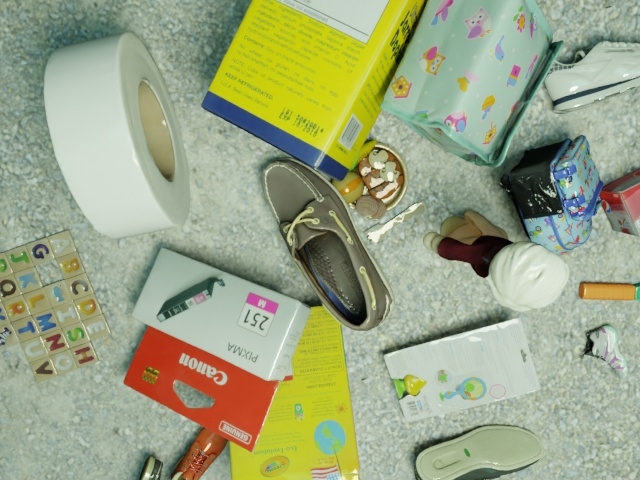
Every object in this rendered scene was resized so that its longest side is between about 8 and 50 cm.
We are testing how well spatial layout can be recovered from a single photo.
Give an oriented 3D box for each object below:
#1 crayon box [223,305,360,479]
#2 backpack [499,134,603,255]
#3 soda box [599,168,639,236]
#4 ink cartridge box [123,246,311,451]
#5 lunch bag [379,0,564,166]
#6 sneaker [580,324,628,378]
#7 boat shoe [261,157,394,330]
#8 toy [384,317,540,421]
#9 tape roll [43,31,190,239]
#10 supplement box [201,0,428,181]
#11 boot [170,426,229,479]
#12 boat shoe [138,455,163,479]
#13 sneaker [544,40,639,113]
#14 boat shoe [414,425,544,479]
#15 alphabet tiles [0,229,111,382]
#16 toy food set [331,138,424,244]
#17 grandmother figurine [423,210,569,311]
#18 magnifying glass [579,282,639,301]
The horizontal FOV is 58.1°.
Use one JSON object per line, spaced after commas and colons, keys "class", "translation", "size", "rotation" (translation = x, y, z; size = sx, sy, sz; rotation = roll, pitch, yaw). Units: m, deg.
{"class": "crayon box", "translation": [-0.050, 0.275, 0.937], "size": [0.202, 0.081, 0.318], "rotation": [-6, 72, 0]}
{"class": "backpack", "translation": [0.381, -0.060, 0.916], "size": [0.117, 0.158, 0.173], "rotation": [-13, 106, 41]}
{"class": "soda box", "translation": [0.606, -0.103, 0.945], "size": [0.263, 0.092, 0.083], "rotation": [-27, 96, 3]}
{"class": "ink cartridge box", "translation": [-0.183, 0.165, 0.912], "size": [0.275, 0.060, 0.239], "rotation": [19, 81, 23]}
{"class": "lunch bag", "translation": [0.240, -0.236, 0.860], "size": [0.160, 0.262, 0.223], "rotation": [31, 100, 35]}
{"class": "sneaker", "translation": [0.495, 0.204, 1.016], "size": [0.069, 0.038, 0.098], "rotation": [-19, 88, 4]}
{"class": "boat shoe", "translation": [0.000, 0.000, 0.918], "size": [0.116, 0.097, 0.324], "rotation": [-35, 80, 19]}
{"class": "toy", "translation": [0.243, 0.221, 1.005], "size": [0.237, 0.056, 0.137], "rotation": [-18, 101, 7]}
{"class": "tape roll", "translation": [-0.281, -0.149, 0.837], "size": [0.100, 0.286, 0.286], "rotation": [-12, 98, 2]}
{"class": "supplement box", "translation": [0.018, -0.293, 0.845], "size": [0.194, 0.195, 0.356], "rotation": [30, 97, 11]}
{"class": "boot", "translation": [-0.210, 0.382, 1.009], "size": [0.059, 0.084, 0.158], "rotation": [35, 94, -3]}
{"class": "boat shoe", "translation": [-0.301, 0.489, 1.029], "size": [0.073, 0.080, 0.223], "rotation": [13, 103, -8]}
{"class": "sneaker", "translation": [0.481, -0.283, 0.928], "size": [0.235, 0.090, 0.095], "rotation": [-17, 88, 0]}
{"class": "boat shoe", "translation": [0.281, 0.392, 1.030], "size": [0.233, 0.084, 0.079], "rotation": [-12, 136, -6]}
{"class": "alphabet tiles", "translation": [-0.488, 0.124, 1.008], "size": [0.198, 0.009, 0.237], "rotation": [-19, 97, 2]}
{"class": "toy food set", "translation": [0.085, -0.100, 0.968], "size": [0.132, 0.038, 0.192], "rotation": [-33, 97, 4]}
{"class": "grandmother figurine", "translation": [0.253, 0.021, 0.833], "size": [0.208, 0.342, 0.104], "rotation": [5, 98, -2]}
{"class": "magnifying glass", "translation": [0.570, 0.092, 1.006], "size": [0.231, 0.026, 0.092], "rotation": [2, 98, 0]}
